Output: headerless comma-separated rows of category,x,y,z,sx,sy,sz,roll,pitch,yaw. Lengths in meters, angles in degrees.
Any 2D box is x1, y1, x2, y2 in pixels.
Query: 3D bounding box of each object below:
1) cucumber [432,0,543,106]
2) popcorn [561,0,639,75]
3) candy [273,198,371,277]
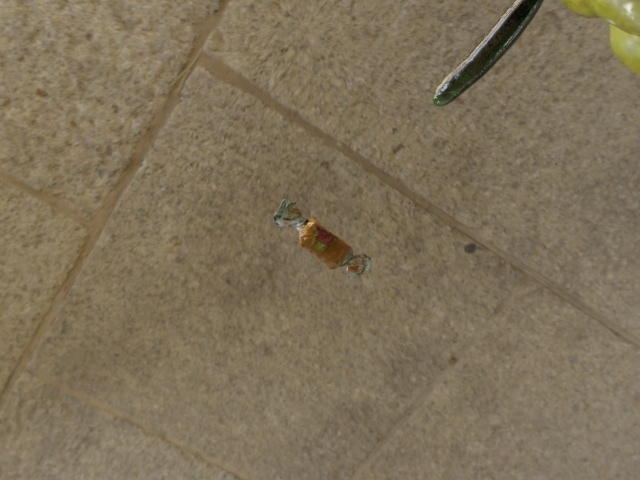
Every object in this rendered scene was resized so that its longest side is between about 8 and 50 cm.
cucumber,0.315,-0.357,1.078,0.056,0.056,0.284,35,120,-14
popcorn,0.419,-0.290,0.615,0.290,0.326,0.321,39,69,-27
candy,0.000,0.000,0.877,0.182,0.046,0.053,37,90,-23
